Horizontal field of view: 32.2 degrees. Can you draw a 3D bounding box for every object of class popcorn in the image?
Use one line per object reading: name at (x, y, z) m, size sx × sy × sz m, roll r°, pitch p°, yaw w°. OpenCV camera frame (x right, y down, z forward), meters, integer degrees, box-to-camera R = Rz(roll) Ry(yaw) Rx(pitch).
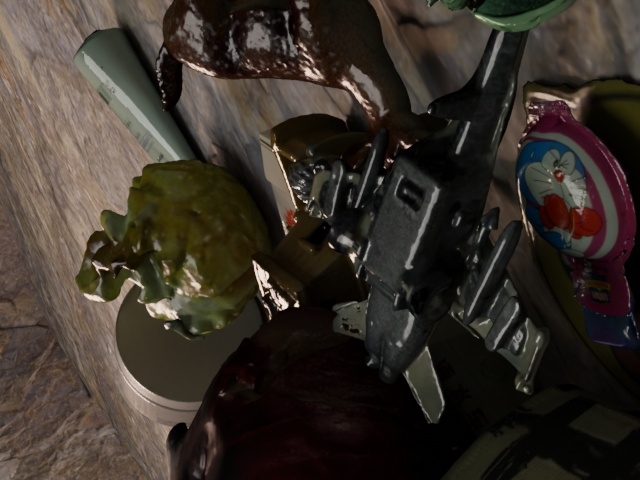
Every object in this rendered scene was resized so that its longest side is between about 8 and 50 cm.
popcorn at (-0.158, 0.015, 1.164) m, size 0.198 × 0.212 × 0.198 m, roll 170°, pitch 90°, yaw -85°

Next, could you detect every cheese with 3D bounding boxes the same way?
cheese at (0.143, -0.008, 0.605) m, size 0.095 × 0.038 × 0.145 m, roll 10°, pitch 123°, yaw 65°

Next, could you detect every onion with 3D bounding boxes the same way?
onion at (0.014, 0.196, 0.767) m, size 0.314 × 0.232 × 0.314 m, roll 174°, pitch 90°, yaw -81°

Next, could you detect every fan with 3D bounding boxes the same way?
fan at (0.204, 0.050, 0.602) m, size 0.335 × 0.011 × 0.229 m, roll 59°, pitch 160°, yaw 12°

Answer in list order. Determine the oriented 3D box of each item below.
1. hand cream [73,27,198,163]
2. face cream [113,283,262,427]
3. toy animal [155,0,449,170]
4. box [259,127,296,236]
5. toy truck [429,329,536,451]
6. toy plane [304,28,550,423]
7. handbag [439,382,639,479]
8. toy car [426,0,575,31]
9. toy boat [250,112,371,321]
hand cream at (-0.177, -0.101, 1.278) m, size 0.321 × 0.067 × 0.109 m, roll 57°, pitch 159°, yaw -2°
face cream at (-0.163, 0.131, 1.359) m, size 0.177 × 0.177 × 0.153 m, roll 56°, pitch 162°, yaw 14°
toy animal at (-0.005, -0.122, 0.725) m, size 0.243 × 0.087 × 0.260 m, roll 16°, pitch 128°, yaw 36°
box at (0.000, 0.000, 1.007) m, size 0.109 × 0.029 × 0.198 m, roll 38°, pitch 150°, yaw 47°
toy truck at (0.126, 0.126, 0.818) m, size 0.202 × 0.074 × 0.088 m, roll 56°, pitch 151°, yaw 16°
toy plane at (0.063, -0.026, 0.604) m, size 0.192 × 0.088 × 0.262 m, roll 39°, pitch 135°, yaw 35°
handbag at (0.239, 0.258, 0.563) m, size 0.327 × 0.162 × 0.325 m, roll 54°, pitch 167°, yaw -19°
toy car at (0.066, -0.181, 0.545) m, size 0.186 × 0.093 × 0.058 m, roll 55°, pitch -158°, yaw 15°
toy boat at (0.013, 0.046, 0.905) m, size 0.089 × 0.121 × 0.321 m, roll 33°, pitch 146°, yaw 42°
